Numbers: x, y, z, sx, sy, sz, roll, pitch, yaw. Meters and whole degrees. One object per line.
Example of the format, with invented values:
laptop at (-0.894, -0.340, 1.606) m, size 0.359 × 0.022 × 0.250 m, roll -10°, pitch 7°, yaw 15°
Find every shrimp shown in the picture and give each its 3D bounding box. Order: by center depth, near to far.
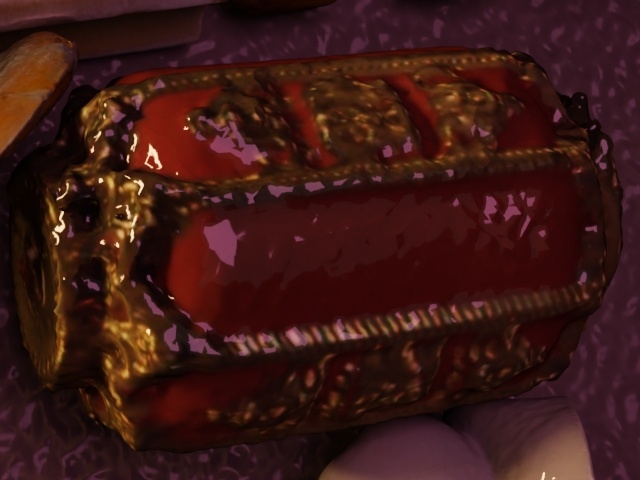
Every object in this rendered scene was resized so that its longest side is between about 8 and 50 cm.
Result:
shrimp at (-0.174, -0.025, 0.784) m, size 0.051 × 0.132 × 0.187 m, roll 44°, pitch 74°, yaw -9°

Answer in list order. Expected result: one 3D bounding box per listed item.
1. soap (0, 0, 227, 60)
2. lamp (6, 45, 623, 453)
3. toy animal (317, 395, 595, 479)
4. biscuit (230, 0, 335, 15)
soap at (-0.191, -0.160, 0.839) m, size 0.274 × 0.089 × 0.174 m, roll -12°, pitch 81°, yaw -24°
lamp at (0.000, 0.000, 0.826) m, size 0.273 × 0.177 × 0.177 m, roll -8°, pitch 78°, yaw -24°
toy animal at (0.015, 0.139, 0.849) m, size 0.220 × 0.131 × 0.104 m, roll -13°, pitch 114°, yaw 0°
biscuit at (0.006, -0.219, 0.960) m, size 0.164 × 0.047 × 0.208 m, roll -9°, pitch 79°, yaw -23°
